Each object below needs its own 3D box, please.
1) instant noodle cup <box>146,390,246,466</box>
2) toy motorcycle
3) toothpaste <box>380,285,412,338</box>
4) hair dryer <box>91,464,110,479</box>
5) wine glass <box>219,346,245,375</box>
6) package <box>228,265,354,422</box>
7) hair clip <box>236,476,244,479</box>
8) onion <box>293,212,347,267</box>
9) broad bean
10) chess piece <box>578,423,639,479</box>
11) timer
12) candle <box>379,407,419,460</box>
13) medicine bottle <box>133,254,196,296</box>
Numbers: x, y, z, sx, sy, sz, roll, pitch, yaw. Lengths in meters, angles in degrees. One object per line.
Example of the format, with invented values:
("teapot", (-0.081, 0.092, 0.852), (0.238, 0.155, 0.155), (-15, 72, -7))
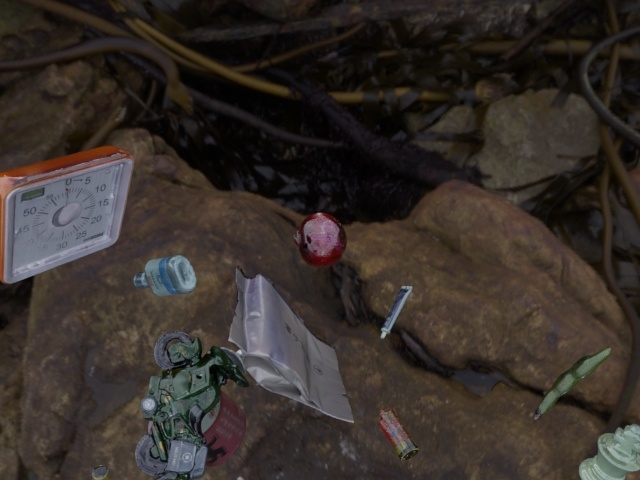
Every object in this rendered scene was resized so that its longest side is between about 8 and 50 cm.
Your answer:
("instant noodle cup", (-0.327, 0.494, 1.703), (0.235, 0.178, 0.234), (-27, 36, 22))
("toy motorcycle", (-0.231, 0.306, 1.149), (0.187, 0.124, 0.274), (9, 65, -5))
("toothpaste", (0.170, 0.163, 1.428), (0.037, 0.021, 0.139), (0, 54, 53))
("hair dryer", (-0.575, 0.674, 1.645), (0.135, 0.278, 0.090), (27, 41, 21))
("wine glass", (-0.203, 0.312, 1.914), (0.127, 0.126, 0.241), (27, 39, 21))
("package", (-0.055, 0.170, 1.002), (0.062, 0.251, 0.203), (-40, 25, 16))
("hair clip", (-0.093, 0.633, 1.361), (0.282, 0.172, 0.113), (36, 77, -10))
("onion", (0.000, 0.000, 1.428), (0.131, 0.131, 0.131), (-3, 59, 5))
("broad bean", (0.682, 0.382, 1.716), (0.043, 0.297, 0.060), (34, 25, -6))
("chess piece", (0.256, 0.220, 0.571), (0.059, 0.149, 0.059), (10, 34, -7))
("timer", (-0.503, -0.074, 1.196), (0.258, 0.250, 0.161), (-27, 78, -44))
("candle", (0.176, 0.449, 1.472), (0.052, 0.052, 0.130), (-26, 51, -9))
("medicine bottle", (-0.361, 0.084, 1.433), (0.209, 0.090, 0.054), (-10, 14, 46))
